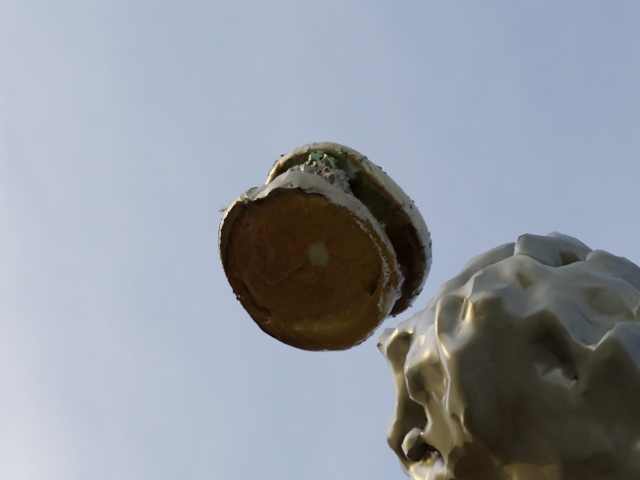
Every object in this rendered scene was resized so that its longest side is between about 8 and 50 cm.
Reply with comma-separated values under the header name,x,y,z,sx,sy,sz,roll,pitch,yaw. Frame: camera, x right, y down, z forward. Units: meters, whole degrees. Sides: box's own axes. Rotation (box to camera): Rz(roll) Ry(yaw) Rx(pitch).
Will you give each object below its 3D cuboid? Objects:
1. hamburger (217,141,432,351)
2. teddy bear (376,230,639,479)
name,x,y,z,sx,sy,sz,roll,pitch,yaw
hamburger,0.000,0.000,1.585,0.185,0.113,0.177,24,-49,19
teddy bear,0.225,0.140,0.636,0.224,0.367,0.357,-13,-89,46
